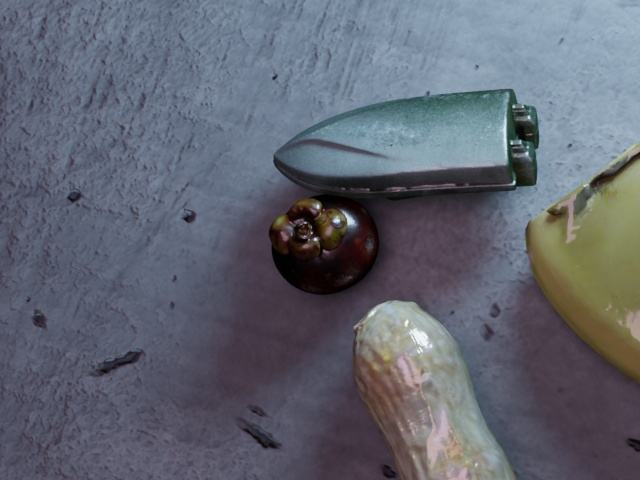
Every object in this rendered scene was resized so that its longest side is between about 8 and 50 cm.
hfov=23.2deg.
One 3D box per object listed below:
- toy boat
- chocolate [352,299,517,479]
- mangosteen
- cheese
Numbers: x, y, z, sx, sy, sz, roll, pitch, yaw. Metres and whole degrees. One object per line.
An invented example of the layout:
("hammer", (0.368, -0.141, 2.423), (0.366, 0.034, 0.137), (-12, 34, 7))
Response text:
("toy boat", (0.097, -0.106, 1.850), (0.319, 0.092, 0.141), (-3, 46, 14))
("chocolate", (0.128, 0.208, 1.773), (0.134, 0.134, 0.309), (-26, 73, 10))
("mangosteen", (0.000, 0.000, 1.844), (0.140, 0.140, 0.140), (-3, 79, 15))
("cheese", (0.401, 0.043, 1.736), (0.259, 0.128, 0.316), (-41, 66, 13))
